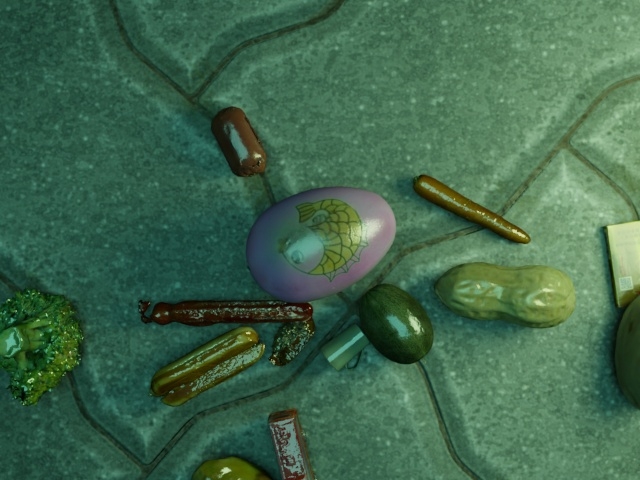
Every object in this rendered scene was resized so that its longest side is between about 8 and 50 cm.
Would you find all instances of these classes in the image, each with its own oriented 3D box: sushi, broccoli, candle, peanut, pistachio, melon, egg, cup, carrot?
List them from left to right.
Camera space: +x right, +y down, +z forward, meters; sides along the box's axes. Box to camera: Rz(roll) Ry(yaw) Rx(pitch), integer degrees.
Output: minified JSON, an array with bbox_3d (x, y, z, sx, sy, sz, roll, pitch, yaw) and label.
[{"bbox_3d":[-0.530,0.186,1.358,0.194,0.194,0.220,-5,83,1],"label":"broccoli"},{"bbox_3d":[-0.173,0.133,1.405,0.329,0.051,0.048,-1,74,10],"label":"candle"},{"bbox_3d":[-0.149,0.466,1.395,0.189,0.100,0.110,23,112,-7],"label":"pistachio"},{"bbox_3d":[-0.053,0.176,1.419,0.055,0.052,0.120,39,92,-14],"label":"sushi"},{"bbox_3d":[0.000,0.000,1.352,0.271,0.196,0.196,-32,89,-14],"label":"egg"},{"bbox_3d":[0.052,0.204,1.413,0.083,0.054,0.075,-38,88,-2],"label":"cup"},{"bbox_3d":[0.140,0.155,1.382,0.114,0.114,0.167,-37,86,0],"label":"melon"},{"bbox_3d":[0.281,-0.055,1.420,0.247,0.043,0.043,28,90,0],"label":"carrot"},{"bbox_3d":[0.335,0.096,1.376,0.256,0.123,0.124,5,89,-1],"label":"peanut"},{"bbox_3d":[0.611,0.190,1.362,0.153,0.137,0.238,16,98,35],"label":"pistachio"}]

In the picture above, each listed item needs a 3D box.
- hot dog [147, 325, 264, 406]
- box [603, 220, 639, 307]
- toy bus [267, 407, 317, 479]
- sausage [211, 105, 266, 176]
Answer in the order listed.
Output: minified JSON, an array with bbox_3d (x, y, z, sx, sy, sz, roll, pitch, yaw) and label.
[{"bbox_3d":[-0.215,0.233,1.410,0.235,0.062,0.092,-26,123,-2],"label":"hot dog"},{"bbox_3d":[0.582,0.043,1.420,0.089,0.022,0.156,-10,89,2],"label":"box"},{"bbox_3d":[-0.049,0.410,1.401,0.065,0.077,0.192,-15,88,3],"label":"toy bus"},{"bbox_3d":[-0.151,-0.183,1.416,0.076,0.076,0.141,-25,89,1],"label":"sausage"}]
